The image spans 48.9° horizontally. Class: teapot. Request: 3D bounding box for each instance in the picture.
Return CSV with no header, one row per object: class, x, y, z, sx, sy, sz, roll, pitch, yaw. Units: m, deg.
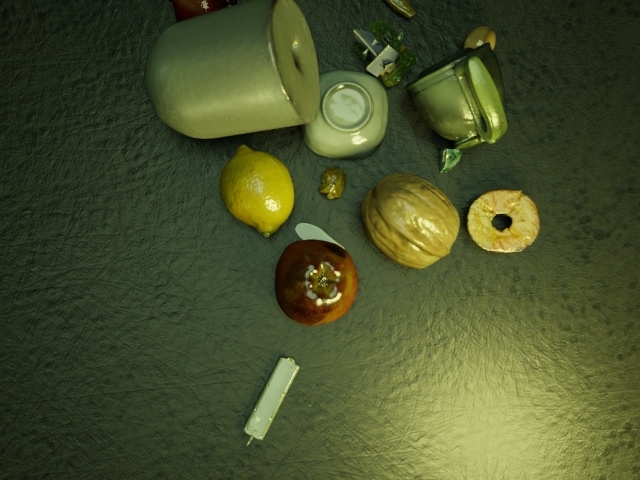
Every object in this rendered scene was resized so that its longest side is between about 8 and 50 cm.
teapot,0.388,-0.363,1.773,0.239,0.321,0.239,-33,98,-27

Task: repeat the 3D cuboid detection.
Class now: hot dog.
hot dog,0.200,-0.654,1.915,0.137,0.028,0.044,43,60,-2

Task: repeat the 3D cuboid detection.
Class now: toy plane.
toy plane,0.193,-0.510,1.897,0.102,0.040,0.111,29,105,-2

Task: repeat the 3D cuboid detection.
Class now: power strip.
power strip,-0.133,0.422,1.845,0.060,0.027,0.253,28,86,-1

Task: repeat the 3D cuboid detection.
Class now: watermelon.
watermelon,0.340,-0.229,1.885,0.085,0.085,0.061,-46,55,-4

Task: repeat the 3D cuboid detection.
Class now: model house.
model house,0.155,-0.498,1.844,0.117,0.088,0.167,-41,79,22

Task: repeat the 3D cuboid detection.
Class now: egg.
egg,0.430,-0.533,1.891,0.080,0.080,0.096,31,88,0

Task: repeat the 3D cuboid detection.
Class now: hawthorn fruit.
hawthorn fruit,-0.317,-0.614,1.840,0.194,0.157,0.157,11,86,19

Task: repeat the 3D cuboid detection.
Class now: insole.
insole,0.000,0.000,1.885,0.152,0.002,0.053,35,86,0

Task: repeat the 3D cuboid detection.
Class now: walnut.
walnut,0.230,-0.049,1.795,0.261,0.225,0.225,38,86,-5

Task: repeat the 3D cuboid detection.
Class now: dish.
dish,0.066,-0.338,1.849,0.256,0.117,0.256,0,87,-3

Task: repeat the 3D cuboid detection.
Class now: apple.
apple,-0.010,0.107,1.776,0.229,0.230,0.230,0,87,-2

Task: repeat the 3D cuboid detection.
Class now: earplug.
earplug,-0.231,-0.411,1.725,0.394,0.312,0.313,-7,87,18

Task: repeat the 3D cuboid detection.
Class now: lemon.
lemon,-0.161,-0.128,1.797,0.186,0.187,0.244,-22,88,-3

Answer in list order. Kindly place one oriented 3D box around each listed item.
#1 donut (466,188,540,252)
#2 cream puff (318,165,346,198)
donut,0.479,-0.049,1.871,0.190,0.074,0.174,-16,89,1
cream puff,0.034,-0.154,1.866,0.083,0.058,0.083,-42,91,-5
